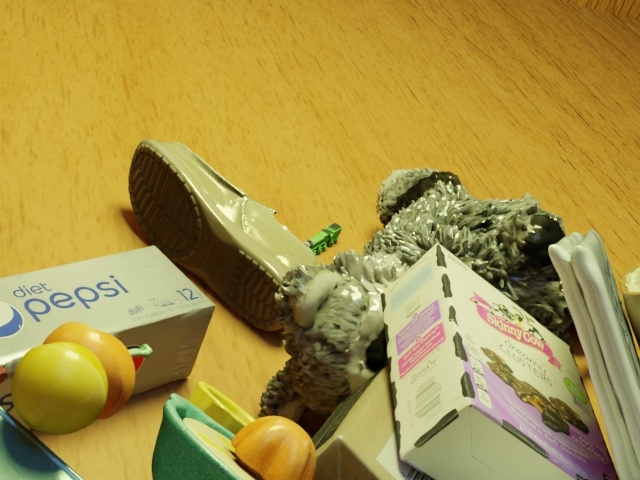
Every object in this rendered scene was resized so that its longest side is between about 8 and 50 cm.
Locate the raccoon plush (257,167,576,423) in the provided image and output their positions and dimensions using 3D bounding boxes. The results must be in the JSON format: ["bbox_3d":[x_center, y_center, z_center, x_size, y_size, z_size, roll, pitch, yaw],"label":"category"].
[{"bbox_3d":[0.048,0.056,1.110,0.299,0.216,0.446,-5,12,-18],"label":"raccoon plush"}]

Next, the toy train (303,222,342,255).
[{"bbox_3d":[0.000,0.000,1.264,0.017,0.023,0.083,31,30,18],"label":"toy train"}]

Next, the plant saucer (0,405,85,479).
[{"bbox_3d":[-0.156,0.129,0.566,0.192,0.018,0.067,37,28,13],"label":"plant saucer"}]

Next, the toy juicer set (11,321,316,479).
[{"bbox_3d":[-0.065,0.119,0.603,0.209,0.089,0.329,41,-4,-26],"label":"toy juicer set"}]

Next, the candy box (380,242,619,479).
[{"bbox_3d":[0.132,0.117,0.820,0.165,0.070,0.196,36,25,-22],"label":"candy box"}]

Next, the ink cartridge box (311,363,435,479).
[{"bbox_3d":[0.094,0.213,0.801,0.235,0.088,0.193,45,23,3],"label":"ink cartridge box"}]

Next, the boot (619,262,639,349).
[{"bbox_3d":[0.355,0.138,0.998,0.089,0.269,0.236,-19,5,18],"label":"boot"}]

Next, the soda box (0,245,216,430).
[{"bbox_3d":[-0.232,0.088,0.901,0.286,0.091,0.098,-15,46,-45],"label":"soda box"}]

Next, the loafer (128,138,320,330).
[{"bbox_3d":[-0.103,-0.010,1.151,0.268,0.102,0.092,46,35,22],"label":"loafer"}]

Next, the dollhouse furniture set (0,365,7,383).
[{"bbox_3d":[-0.200,0.213,0.601,0.374,0.201,0.152,33,27,18],"label":"dollhouse furniture set"}]

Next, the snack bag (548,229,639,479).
[{"bbox_3d":[0.253,0.156,0.866,0.037,0.342,0.323,-18,-2,15],"label":"snack bag"}]
